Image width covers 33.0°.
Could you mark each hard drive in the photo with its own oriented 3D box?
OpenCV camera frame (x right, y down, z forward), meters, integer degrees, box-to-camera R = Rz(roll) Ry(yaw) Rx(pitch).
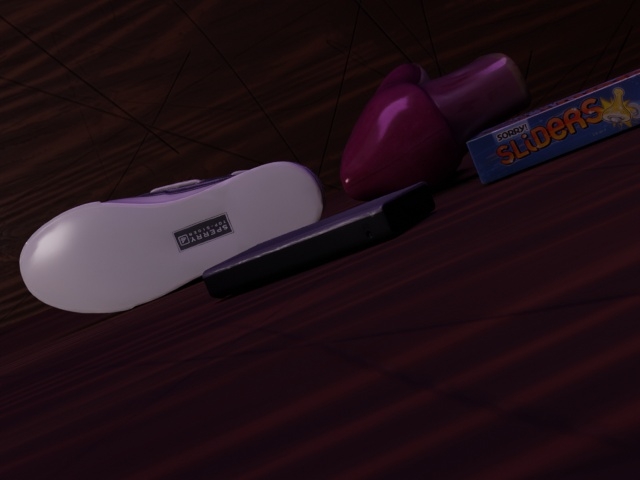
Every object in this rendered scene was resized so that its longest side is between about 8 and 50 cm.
[{"bbox_3d":[0.000,0.000,0.712,0.135,0.022,0.094,-21,4,25],"label":"hard drive"}]

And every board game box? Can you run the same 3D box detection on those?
[{"bbox_3d":[0.213,-0.099,0.802,0.201,0.035,0.136,-21,3,14],"label":"board game box"}]

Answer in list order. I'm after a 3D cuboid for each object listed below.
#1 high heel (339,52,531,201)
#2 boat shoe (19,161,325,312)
[{"bbox_3d":[0.057,-0.093,1.060,0.181,0.127,0.377,-31,0,-11],"label":"high heel"},{"bbox_3d":[-0.141,-0.009,1.065,0.301,0.108,0.102,-19,4,3],"label":"boat shoe"}]
